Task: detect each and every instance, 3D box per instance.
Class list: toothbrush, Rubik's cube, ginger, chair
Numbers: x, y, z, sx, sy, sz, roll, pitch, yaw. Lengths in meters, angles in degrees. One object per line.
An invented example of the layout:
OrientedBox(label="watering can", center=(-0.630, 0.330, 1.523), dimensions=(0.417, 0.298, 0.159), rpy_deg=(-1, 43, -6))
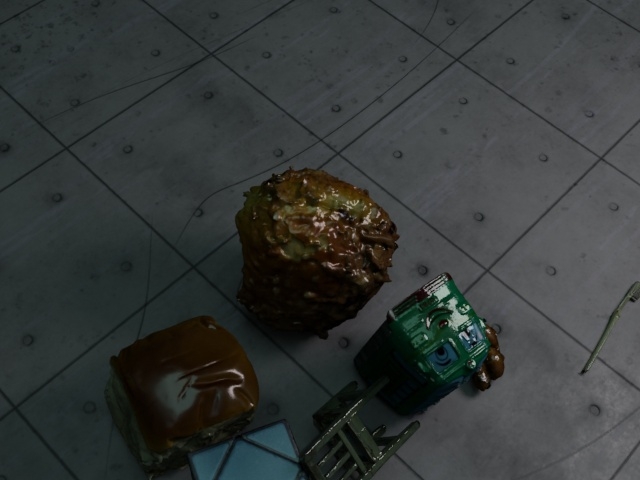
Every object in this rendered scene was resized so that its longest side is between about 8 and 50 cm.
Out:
OrientedBox(label="toothbrush", center=(0.679, 0.199, 1.881), dimensions=(0.028, 0.026, 0.294), rpy_deg=(43, 64, 5))
OrientedBox(label="Rubik's cube", center=(-0.125, 0.495, 1.542), dimensions=(0.205, 0.207, 0.205), rpy_deg=(-16, 60, -15))
OrientedBox(label="ginger", center=(0.358, 0.251, 1.805), dimensions=(0.103, 0.073, 0.162), rpy_deg=(-25, 68, -2))
OrientedBox(label="chair", center=(0.049, 0.400, 1.598), dimensions=(0.270, 0.147, 0.136), rpy_deg=(-37, 97, -35))

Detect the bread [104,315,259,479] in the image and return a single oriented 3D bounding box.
OrientedBox(label="bread", center=(-0.281, 0.306, 1.641), dimensions=(0.279, 0.225, 0.250), rpy_deg=(-23, 63, -22))

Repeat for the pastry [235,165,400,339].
OrientedBox(label="pastry", center=(-0.005, 0.029, 1.740), dimensions=(0.338, 0.405, 0.292), rpy_deg=(9, 42, 5))

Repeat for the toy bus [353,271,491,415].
OrientedBox(label="toy bus", center=(0.208, 0.231, 1.657), dimensions=(0.184, 0.343, 0.199), rpy_deg=(-32, 75, -21))
